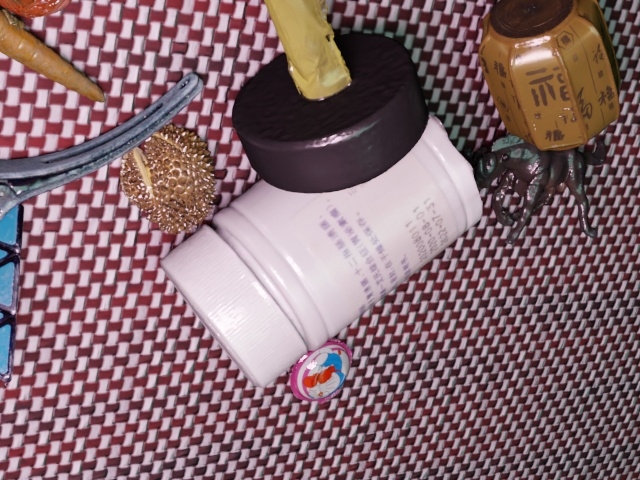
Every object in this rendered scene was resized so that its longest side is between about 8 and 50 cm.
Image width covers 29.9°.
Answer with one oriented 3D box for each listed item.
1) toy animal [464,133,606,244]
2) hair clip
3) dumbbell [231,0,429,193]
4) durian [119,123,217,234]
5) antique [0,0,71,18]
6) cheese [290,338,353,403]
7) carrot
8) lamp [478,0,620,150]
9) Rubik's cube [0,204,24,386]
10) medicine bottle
[{"bbox_3d":[0.292,-0.078,1.575,0.233,0.084,0.148,-5,116,-29],"label":"toy animal"},{"bbox_3d":[-0.238,-0.098,1.222,0.275,0.048,0.083,-28,124,-24],"label":"hair clip"},{"bbox_3d":[-0.026,-0.225,1.190,0.204,0.204,0.322,-34,129,-15],"label":"dumbbell"},{"bbox_3d":[-0.154,-0.052,1.287,0.110,0.071,0.140,-26,132,-21],"label":"durian"},{"bbox_3d":[-0.260,-0.251,1.082,0.104,0.104,0.104,-17,123,-27],"label":"antique"},{"bbox_3d":[-0.002,0.151,1.524,0.095,0.038,0.145,-31,130,-18],"label":"cheese"},{"bbox_3d":[-0.294,-0.192,1.129,0.049,0.049,0.254,-54,136,2],"label":"carrot"},{"bbox_3d":[0.279,-0.209,1.447,0.161,0.161,0.185,-41,133,-10],"label":"lamp"},{"bbox_3d":[-0.340,0.050,1.232,0.190,0.211,0.178,71,42,-71],"label":"Rubik's cube"},{"bbox_3d":[0.000,0.000,1.341,0.332,0.190,0.190,-37,130,-12],"label":"medicine bottle"}]
